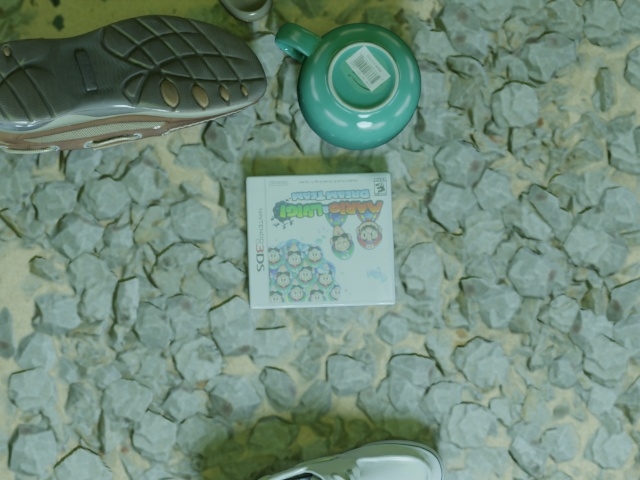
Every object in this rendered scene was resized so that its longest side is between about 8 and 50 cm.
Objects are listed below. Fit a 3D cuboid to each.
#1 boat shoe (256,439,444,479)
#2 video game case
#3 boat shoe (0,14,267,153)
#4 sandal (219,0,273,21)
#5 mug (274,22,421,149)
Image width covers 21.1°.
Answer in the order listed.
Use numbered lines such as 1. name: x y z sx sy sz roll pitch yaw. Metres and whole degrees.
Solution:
1. boat shoe: 0.008 0.272 1.791 0.258 0.084 0.095 -18 86 -4
2. video game case: 0.000 0.000 1.845 0.157 0.019 0.143 -2 86 -4
3. boat shoe: -0.218 -0.156 1.801 0.324 0.116 0.123 -5 68 -22
4. sandal: -0.117 -0.312 1.848 0.072 0.049 0.180 -41 89 -5
5. mug: 0.028 -0.166 1.820 0.158 0.097 0.129 3 85 -3
